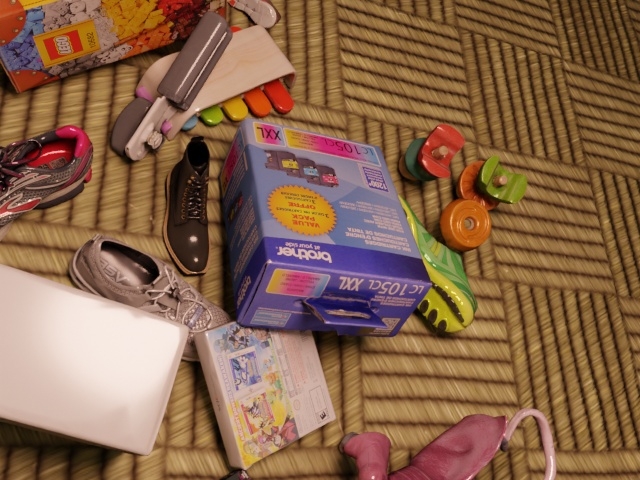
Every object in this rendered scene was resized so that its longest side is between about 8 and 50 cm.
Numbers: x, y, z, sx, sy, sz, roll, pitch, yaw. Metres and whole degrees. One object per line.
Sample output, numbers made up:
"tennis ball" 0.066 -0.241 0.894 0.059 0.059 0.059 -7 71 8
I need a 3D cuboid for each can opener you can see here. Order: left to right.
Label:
"can opener" -0.248 -0.254 1.071 0.093 0.074 0.280 36 89 7

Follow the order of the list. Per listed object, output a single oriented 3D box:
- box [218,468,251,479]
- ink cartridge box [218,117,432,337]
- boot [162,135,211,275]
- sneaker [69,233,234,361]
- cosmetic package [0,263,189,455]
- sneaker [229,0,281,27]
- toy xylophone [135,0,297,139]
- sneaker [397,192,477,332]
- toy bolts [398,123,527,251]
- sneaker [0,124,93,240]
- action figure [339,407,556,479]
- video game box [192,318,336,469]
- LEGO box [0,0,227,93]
"box" -0.135 0.375 0.930 0.083 0.052 0.062 -25 81 -33
"ink cartridge box" 0.000 0.000 1.038 0.269 0.151 0.396 8 45 -23
"boot" -0.206 -0.055 1.043 0.076 0.137 0.198 -7 71 -28
"sneaker" -0.242 0.090 0.969 0.281 0.115 0.105 31 58 -13
"cosmetic package" -0.416 0.125 0.793 0.453 0.230 0.162 21 67 -16
"sneaker" -0.144 -0.497 1.337 0.158 0.061 0.065 49 29 0
"toy xylophone" -0.192 -0.326 1.208 0.322 0.081 0.236 -22 78 -32
"sneaker" 0.190 0.039 1.229 0.123 0.109 0.296 -9 64 -58
"toy bolts" 0.248 -0.100 1.290 0.228 0.158 0.218 36 75 -12
"sneaker" -0.468 -0.080 0.943 0.121 0.112 0.299 48 57 1
"action figure" 0.143 0.394 0.941 0.370 0.275 0.248 0 73 -41
"video game box" -0.081 0.211 0.991 0.187 0.048 0.205 -15 89 -43
"LEGO box" -0.423 -0.546 1.069 0.372 0.193 0.500 -24 76 -17
